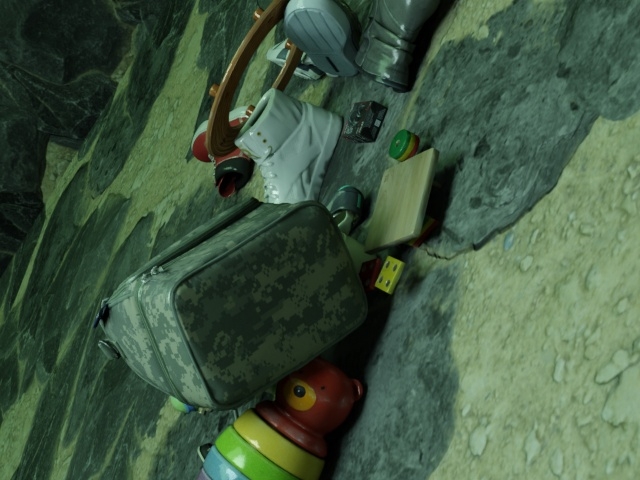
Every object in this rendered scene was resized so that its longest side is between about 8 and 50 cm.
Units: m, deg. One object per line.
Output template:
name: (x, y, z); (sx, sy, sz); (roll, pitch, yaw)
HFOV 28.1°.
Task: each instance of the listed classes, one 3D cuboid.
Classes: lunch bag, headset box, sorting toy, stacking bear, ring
lunch bag: (-0.133, 0.082, 1.767); (0.305, 0.212, 0.256); (-33, 17, -29)
headset box: (0.069, -0.193, 2.088); (0.083, 0.032, 0.062); (9, 76, 66)
sorting toy: (0.124, -0.039, 1.791); (0.132, 0.046, 0.274); (-24, 46, 59)
stacking bear: (-0.062, 0.287, 1.750); (0.175, 0.164, 0.289); (36, 90, 27)
ring: (-0.103, -0.290, 2.150); (0.336, 0.032, 0.336); (-57, -10, -15)

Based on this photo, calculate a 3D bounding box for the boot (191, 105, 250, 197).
boot: (-0.208, -0.159, 2.614); (0.244, 0.088, 0.176); (-21, 51, 56)

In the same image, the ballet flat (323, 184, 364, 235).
ballet flat: (0.000, 0.000, 2.006); (0.203, 0.074, 0.074); (-48, 28, 29)

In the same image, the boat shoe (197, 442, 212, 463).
boat shoe: (-0.168, 0.357, 2.065); (0.042, 0.049, 0.133); (-38, 16, -3)

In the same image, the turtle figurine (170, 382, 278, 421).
turtle figurine: (-0.087, 0.199, 1.961); (0.266, 0.274, 0.198); (-51, -5, -16)

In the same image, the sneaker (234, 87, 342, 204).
sneaker: (-0.086, -0.111, 2.178); (0.108, 0.169, 0.292); (-9, 61, 62)

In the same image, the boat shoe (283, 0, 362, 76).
boat shoe: (0.008, -0.362, 2.129); (0.302, 0.109, 0.094); (49, -133, -75)

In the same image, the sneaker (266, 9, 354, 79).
sneaker: (-0.008, -0.386, 2.377); (0.153, 0.094, 0.235); (-66, 22, -5)

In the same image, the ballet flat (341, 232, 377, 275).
ballet flat: (-0.025, 0.012, 1.926); (0.248, 0.086, 0.086); (-1, 65, 43)

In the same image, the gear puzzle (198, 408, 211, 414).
gear puzzle: (-0.200, 0.213, 2.273); (0.175, 0.044, 0.339); (-65, 22, 1)

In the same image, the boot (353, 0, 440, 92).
boot: (0.107, -0.385, 2.103); (0.338, 0.118, 0.223); (-98, 27, -65)
